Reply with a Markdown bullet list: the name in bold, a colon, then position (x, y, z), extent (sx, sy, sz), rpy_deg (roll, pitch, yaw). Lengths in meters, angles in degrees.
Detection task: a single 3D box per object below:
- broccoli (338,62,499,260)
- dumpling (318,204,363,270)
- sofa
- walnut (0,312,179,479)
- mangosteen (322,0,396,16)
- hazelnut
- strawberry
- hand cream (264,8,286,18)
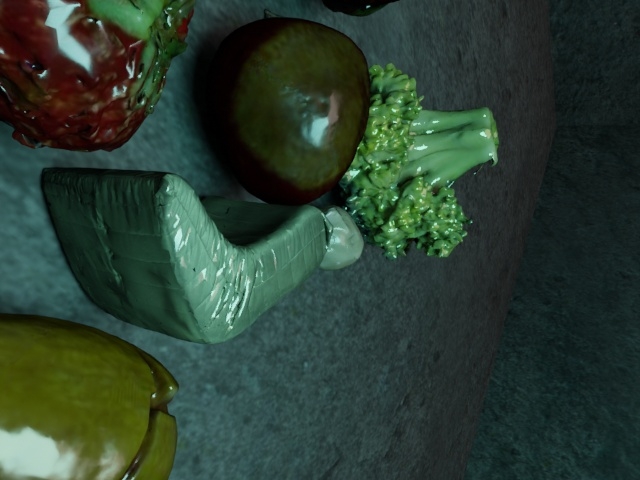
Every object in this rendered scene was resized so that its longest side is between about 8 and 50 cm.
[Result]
- **broccoli**: position (0.172, -0.157, 0.893), extent (0.293, 0.280, 0.348), rpy_deg (-55, 129, -50)
- **dumpling**: position (0.000, 0.000, 0.827), extent (0.199, 0.136, 0.119), rpy_deg (67, 4, -68)
- **sofa**: position (-0.131, -0.020, 0.541), extent (0.225, 0.210, 0.176), rpy_deg (-34, 123, -45)
- **walnut**: position (-0.260, 0.154, 0.389), extent (0.336, 0.208, 0.209), rpy_deg (28, 73, -48)
- **mangosteen**: position (0.060, -0.471, 0.657), extent (0.330, 0.329, 0.331), rpy_deg (-17, 111, -54)
- **hazelnut**: position (-0.046, -0.157, 0.642), extent (0.229, 0.229, 0.230), rpy_deg (-17, 111, -54)
- **strawberry**: position (-0.209, -0.219, 0.386), extent (0.274, 0.220, 0.274), rpy_deg (-161, -90, -82)
- **hand cream**: position (-0.059, -0.260, 0.752), extent (0.062, 0.039, 0.163), rpy_deg (-3, 97, -41)
